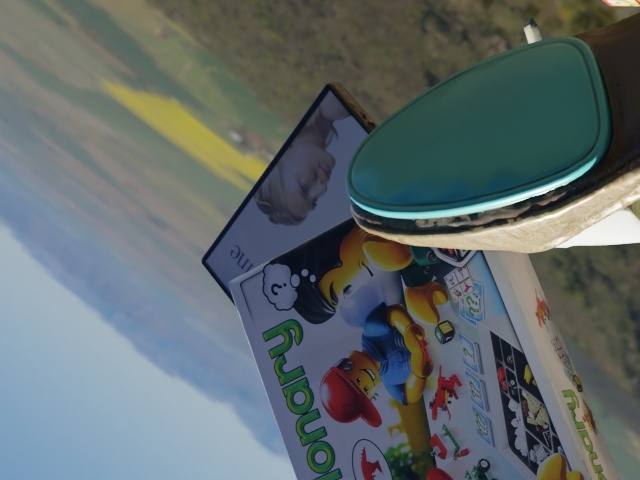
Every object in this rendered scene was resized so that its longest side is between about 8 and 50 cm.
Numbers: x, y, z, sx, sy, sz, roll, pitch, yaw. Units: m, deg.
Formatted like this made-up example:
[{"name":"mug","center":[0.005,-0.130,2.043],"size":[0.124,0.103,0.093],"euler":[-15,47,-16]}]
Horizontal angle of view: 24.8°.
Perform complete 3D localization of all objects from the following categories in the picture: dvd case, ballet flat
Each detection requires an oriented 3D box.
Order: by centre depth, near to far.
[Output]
[{"name":"ballet flat","center":[0.175,-0.065,0.748],"size":[0.124,0.342,0.116],"euler":[35,-142,-37]},{"name":"dvd case","center":[0.000,0.000,1.390],"size":[0.180,0.253,0.022],"euler":[50,-146,19]}]

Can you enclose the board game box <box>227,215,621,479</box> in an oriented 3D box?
[{"name":"board game box","center":[0.074,0.126,0.922],"size":[0.053,0.193,0.305],"euler":[5,-120,-58]}]

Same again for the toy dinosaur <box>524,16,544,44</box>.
[{"name":"toy dinosaur","center":[0.260,-0.080,1.349],"size":[0.268,0.118,0.064],"euler":[38,-158,-6]}]

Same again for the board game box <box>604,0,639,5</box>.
[{"name":"board game box","center":[0.294,-0.354,1.550],"size":[0.045,0.146,0.193],"euler":[9,170,45]}]
